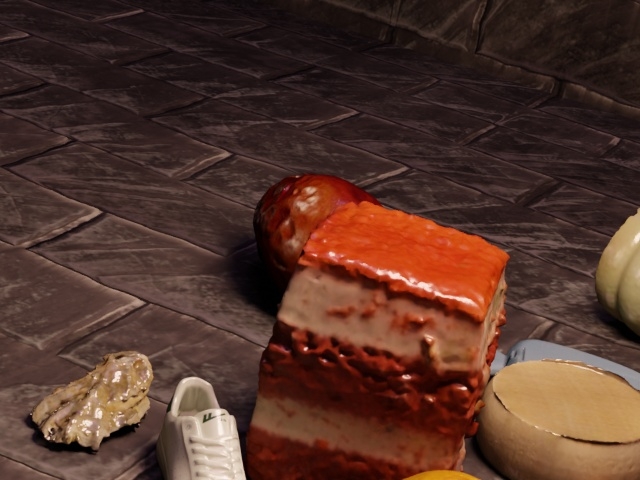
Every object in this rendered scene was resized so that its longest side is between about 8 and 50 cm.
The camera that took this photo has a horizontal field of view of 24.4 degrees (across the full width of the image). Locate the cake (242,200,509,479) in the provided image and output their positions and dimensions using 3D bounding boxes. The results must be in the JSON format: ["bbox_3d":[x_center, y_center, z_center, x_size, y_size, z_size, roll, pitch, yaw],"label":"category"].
[{"bbox_3d":[0.077,0.144,1.825,0.270,0.319,0.269,14,20,9],"label":"cake"}]

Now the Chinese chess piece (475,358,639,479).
[{"bbox_3d":[0.333,0.252,1.994,0.250,0.103,0.250,9,21,-4],"label":"Chinese chess piece"}]

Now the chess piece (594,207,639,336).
[{"bbox_3d":[0.655,0.135,2.336,0.234,0.234,0.442,-3,30,-34],"label":"chess piece"}]

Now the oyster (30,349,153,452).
[{"bbox_3d":[-0.275,0.194,1.860,0.133,0.072,0.209,24,26,36],"label":"oyster"}]

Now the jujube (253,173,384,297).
[{"bbox_3d":[0.000,0.000,2.306,0.223,0.223,0.318,5,14,-18],"label":"jujube"}]

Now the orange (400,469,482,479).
[{"bbox_3d":[0.131,0.332,1.620,0.178,0.155,0.177,7,9,-1],"label":"orange"}]

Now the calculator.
[{"bbox_3d":[0.374,0.210,2.206,0.303,0.042,0.188,17,22,4],"label":"calculator"}]

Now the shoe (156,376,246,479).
[{"bbox_3d":[-0.133,0.256,1.726,0.095,0.110,0.265,4,20,-23],"label":"shoe"}]
